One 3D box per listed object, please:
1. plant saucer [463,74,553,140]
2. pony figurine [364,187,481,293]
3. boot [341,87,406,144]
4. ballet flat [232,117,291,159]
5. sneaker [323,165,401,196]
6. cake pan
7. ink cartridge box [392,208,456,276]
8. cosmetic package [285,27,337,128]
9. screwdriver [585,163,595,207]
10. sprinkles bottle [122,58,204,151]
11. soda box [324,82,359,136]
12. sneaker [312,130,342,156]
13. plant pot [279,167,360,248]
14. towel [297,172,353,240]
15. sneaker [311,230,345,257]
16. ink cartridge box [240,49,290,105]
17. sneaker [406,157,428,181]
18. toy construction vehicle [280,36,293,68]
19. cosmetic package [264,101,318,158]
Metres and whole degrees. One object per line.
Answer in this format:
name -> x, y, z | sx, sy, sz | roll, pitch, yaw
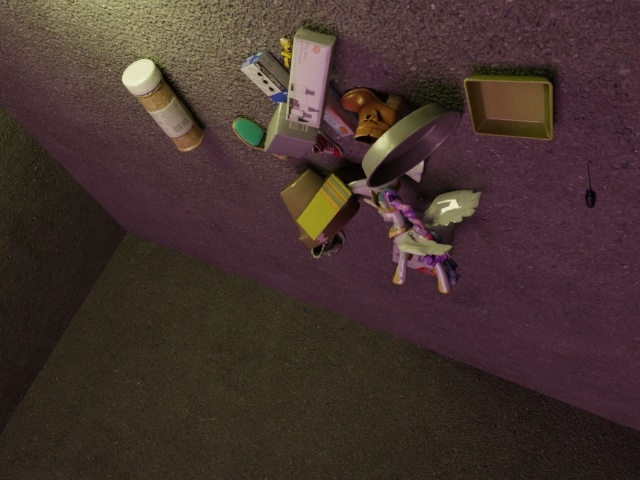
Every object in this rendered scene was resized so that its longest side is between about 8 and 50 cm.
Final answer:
plant saucer -> 0.439, -0.314, 1.201 | 0.188, 0.045, 0.188 | 13, 156, 30
pony figurine -> 0.324, -0.004, 1.661 | 0.351, 0.303, 0.363 | 9, 135, 42
boot -> 0.118, -0.323, 1.386 | 0.197, 0.152, 0.073 | 11, 155, 32
ballet flat -> -0.201, -0.342, 1.817 | 0.232, 0.080, 0.073 | 30, 174, -9
sneaker -> 0.139, -0.183, 1.766 | 0.290, 0.106, 0.123 | 2, 147, 44
cake pan -> 0.224, -0.245, 1.335 | 0.054, 0.293, 0.293 | 56, 163, 12
ink cartridge box -> 0.379, 0.009, 1.945 | 0.197, 0.114, 0.273 | 20, 159, 15
cosmetic package -> -0.027, -0.411, 1.347 | 0.099, 0.060, 0.239 | 14, 137, 3
screwdriver -> 0.696, -0.143, 1.365 | 0.170, 0.024, 0.025 | 53, 175, -40
sprinkles bottle -> -0.542, -0.463, 1.839 | 0.121, 0.121, 0.355 | 15, 157, 26
soda box -> 0.033, -0.377, 1.480 | 0.058, 0.063, 0.183 | -2, 145, 47
sneaker -> 0.018, -0.293, 1.693 | 0.118, 0.067, 0.042 | 37, 157, -29
plant pot -> -0.022, -0.135, 1.926 | 0.229, 0.263, 0.263 | 49, 154, -10
towel -> 0.013, -0.112, 1.772 | 0.102, 0.021, 0.237 | 50, 125, 16
sneaker -> 0.000, 0.000, 2.254 | 0.158, 0.182, 0.410 | 19, 159, 15
ink cartridge box -> -0.122, -0.449, 1.508 | 0.207, 0.046, 0.097 | 39, 157, -34
sneaker -> 0.287, -0.226, 1.573 | 0.061, 0.054, 0.152 | 25, 160, 9
toy construction vehicle -> -0.064, -0.490, 1.372 | 0.086, 0.035, 0.098 | 29, 159, 21
cosmetic package -> -0.089, -0.326, 1.588 | 0.127, 0.107, 0.238 | 9, 178, -15
